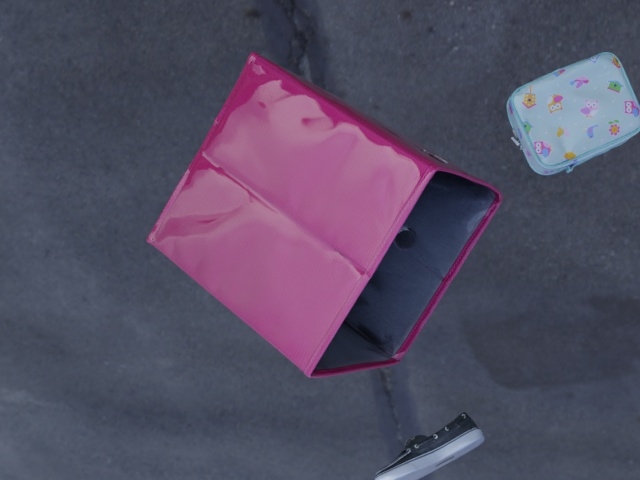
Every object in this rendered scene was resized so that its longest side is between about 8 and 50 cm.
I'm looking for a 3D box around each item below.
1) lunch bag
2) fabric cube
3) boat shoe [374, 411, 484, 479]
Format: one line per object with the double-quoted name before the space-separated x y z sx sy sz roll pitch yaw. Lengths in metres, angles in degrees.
"lunch bag" 0.572 -0.279 1.878 0.279 0.224 0.108 -23 178 1
"fabric cube" 0.013 -0.025 0.965 0.258 0.259 0.254 36 -168 26
"boat shoe" 0.119 0.240 0.938 0.142 0.040 0.049 -20 150 -20
